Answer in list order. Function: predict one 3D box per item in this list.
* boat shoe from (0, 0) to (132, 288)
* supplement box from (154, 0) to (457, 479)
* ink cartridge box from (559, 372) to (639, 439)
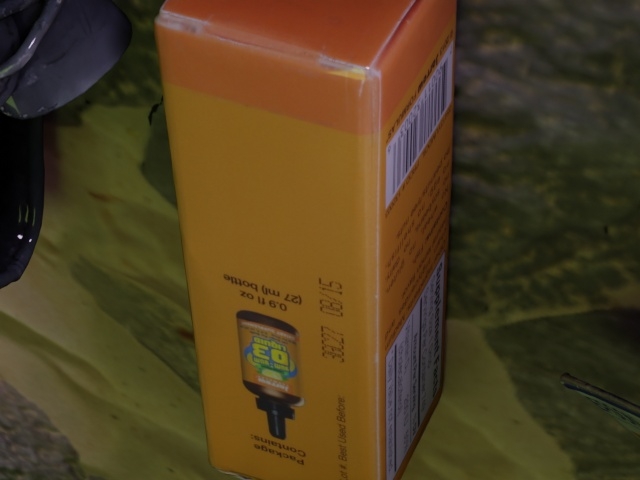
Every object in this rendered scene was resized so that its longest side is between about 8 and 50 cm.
[{"bbox_3d":[-0.119,-0.077,0.518,0.113,0.127,0.340,30,142,0],"label":"boat shoe"},{"bbox_3d":[0.000,0.000,0.561,0.078,0.080,0.233,17,136,18],"label":"supplement box"},{"bbox_3d":[0.201,0.113,0.482,0.224,0.045,0.223,42,176,-12],"label":"ink cartridge box"}]
